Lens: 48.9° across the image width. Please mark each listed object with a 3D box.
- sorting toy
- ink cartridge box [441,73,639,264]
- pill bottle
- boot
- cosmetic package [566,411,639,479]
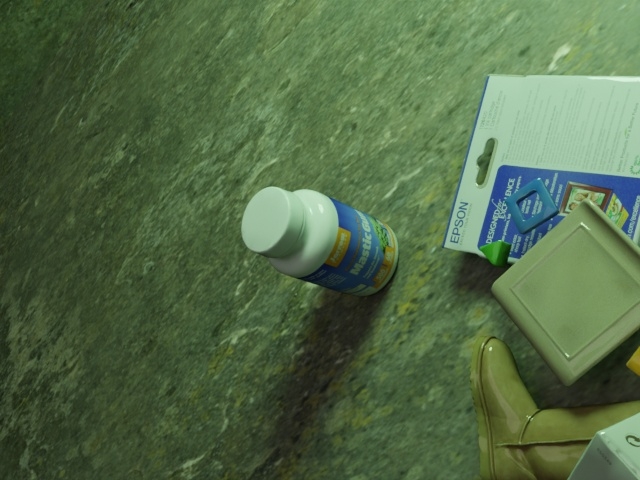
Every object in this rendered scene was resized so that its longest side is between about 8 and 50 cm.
[{"bbox_3d":[0.352,0.071,0.950,0.196,0.047,0.347,-50,50,22],"label":"sorting toy"},{"bbox_3d":[0.363,-0.100,1.068,0.307,0.072,0.303,14,87,45],"label":"ink cartridge box"},{"bbox_3d":[0.000,0.000,1.216,0.152,0.272,0.152,-15,66,38],"label":"pill bottle"},{"bbox_3d":[0.349,0.234,0.956,0.270,0.089,0.236,-14,73,37],"label":"boot"},{"bbox_3d":[0.407,0.233,0.678,0.155,0.366,0.196,51,145,41],"label":"cosmetic package"}]
